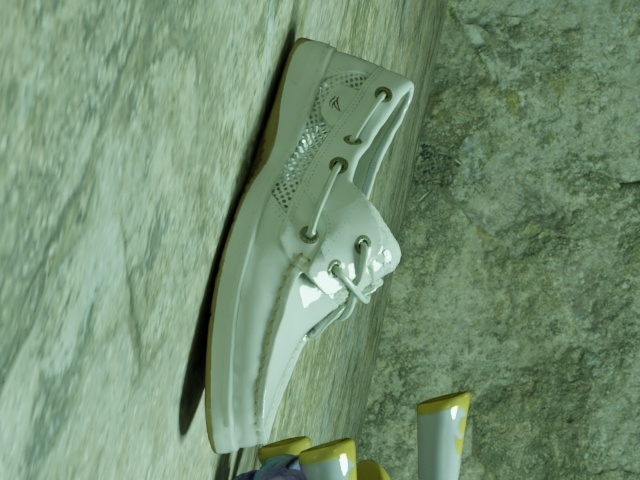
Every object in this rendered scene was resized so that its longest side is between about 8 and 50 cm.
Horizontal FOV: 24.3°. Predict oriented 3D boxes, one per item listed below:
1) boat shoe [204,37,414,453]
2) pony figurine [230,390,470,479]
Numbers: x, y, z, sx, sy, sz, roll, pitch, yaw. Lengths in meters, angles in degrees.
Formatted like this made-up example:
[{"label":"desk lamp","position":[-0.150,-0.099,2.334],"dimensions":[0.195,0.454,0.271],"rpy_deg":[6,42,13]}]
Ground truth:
[{"label":"boat shoe","position":[0.000,0.000,0.877],"dimensions":[0.098,0.096,0.277],"rpy_deg":[92,11,-62]},{"label":"pony figurine","position":[0.043,0.317,1.062],"dimensions":[0.351,0.303,0.363],"rpy_deg":[-9,86,-59]}]
